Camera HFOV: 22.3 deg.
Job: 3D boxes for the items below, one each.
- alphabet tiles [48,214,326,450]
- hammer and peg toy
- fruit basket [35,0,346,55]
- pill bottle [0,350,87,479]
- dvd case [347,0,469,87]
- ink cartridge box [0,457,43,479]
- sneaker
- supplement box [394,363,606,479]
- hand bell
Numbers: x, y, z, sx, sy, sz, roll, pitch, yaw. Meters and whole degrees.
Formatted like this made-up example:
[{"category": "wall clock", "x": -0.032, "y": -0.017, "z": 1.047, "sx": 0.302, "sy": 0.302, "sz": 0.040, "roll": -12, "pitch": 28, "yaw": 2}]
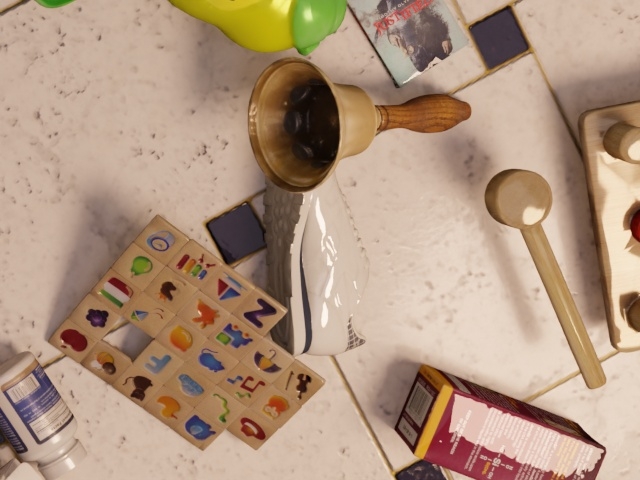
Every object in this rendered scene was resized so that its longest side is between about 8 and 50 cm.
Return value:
[{"category": "alphabet tiles", "x": -0.121, "y": 0.107, "z": 1.606, "sx": 0.237, "sy": 0.009, "sz": 0.198, "roll": 37, "pitch": 119, "yaw": -12}, {"category": "hammer and peg toy", "x": 0.348, "y": -0.014, "z": 1.650, "sx": 0.361, "sy": 0.127, "sz": 0.266, "roll": -12, "pitch": 101, "yaw": -6}, {"category": "fruit basket", "x": -0.129, "y": -0.328, "z": 1.432, "sx": 0.392, "sy": 0.283, "sz": 0.392, "roll": -3, "pitch": 80, "yaw": 16}, {"category": "pill bottle", "x": -0.283, "y": 0.175, "z": 1.607, "sx": 0.067, "sy": 0.067, "sz": 0.120, "roll": -32, "pitch": 101, "yaw": -3}, {"category": "dvd case", "x": 0.084, "y": -0.226, "z": 1.636, "sx": 0.087, "sy": 0.013, "sz": 0.119, "roll": -32, "pitch": 101, "yaw": -3}, {"category": "ink cartridge box", "x": -0.318, "y": 0.292, "z": 1.590, "sx": 0.143, "sy": 0.090, "sz": 0.092, "roll": -39, "pitch": 101, "yaw": 14}, {"category": "sneaker", "x": 0.000, "y": 0.000, "z": 1.628, "sx": 0.095, "sy": 0.090, "sz": 0.235, "roll": -3, "pitch": 102, "yaw": -21}, {"category": "supplement box", "x": 0.183, "y": 0.204, "z": 1.665, "sx": 0.188, "sy": 0.104, "sz": 0.080, "roll": 22, "pitch": 95, "yaw": -11}, {"category": "hand bell", "x": 0.060, "y": -0.121, "z": 1.575, "sx": 0.242, "sy": 0.126, "sz": 0.126, "roll": -10, "pitch": 101, "yaw": -43}]
